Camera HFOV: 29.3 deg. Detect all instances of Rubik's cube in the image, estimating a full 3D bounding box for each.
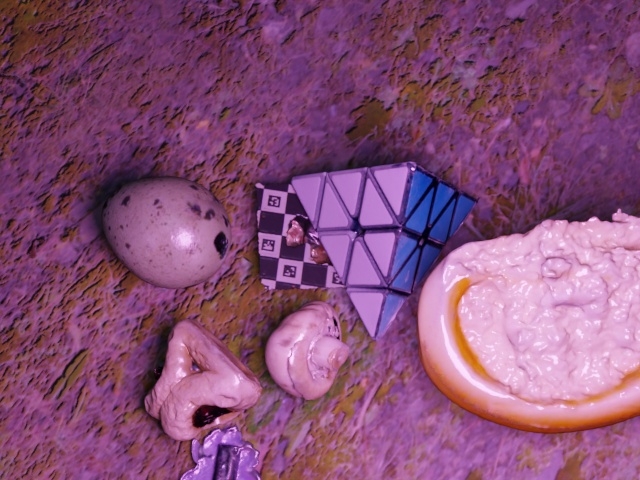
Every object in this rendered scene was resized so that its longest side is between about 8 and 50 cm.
[{"bbox_3d":[0.109,-0.031,1.918,0.233,0.229,0.228,-33,24,16],"label":"Rubik's cube"}]

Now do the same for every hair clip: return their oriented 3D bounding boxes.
[{"bbox_3d":[-0.152,0.371,1.843,0.124,0.052,0.195,5,63,-2],"label":"hair clip"}]

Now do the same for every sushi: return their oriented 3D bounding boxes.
[{"bbox_3d":[0.000,0.000,1.991,0.210,0.040,0.192,0,65,-8],"label":"sushi"}]

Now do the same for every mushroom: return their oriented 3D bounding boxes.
[{"bbox_3d":[-0.013,0.167,1.867,0.123,0.154,0.154,7,65,33],"label":"mushroom"}]

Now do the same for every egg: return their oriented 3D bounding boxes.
[{"bbox_3d":[-0.249,-0.017,1.939,0.228,0.177,0.177,19,69,25],"label":"egg"}]

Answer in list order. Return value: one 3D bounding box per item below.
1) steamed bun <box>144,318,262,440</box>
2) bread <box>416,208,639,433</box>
[{"bbox_3d":[-0.193,0.226,1.866,0.155,0.141,0.172,-46,70,-2],"label":"steamed bun"},{"bbox_3d":[0.350,0.103,1.817,0.424,0.245,0.328,-7,106,1],"label":"bread"}]
